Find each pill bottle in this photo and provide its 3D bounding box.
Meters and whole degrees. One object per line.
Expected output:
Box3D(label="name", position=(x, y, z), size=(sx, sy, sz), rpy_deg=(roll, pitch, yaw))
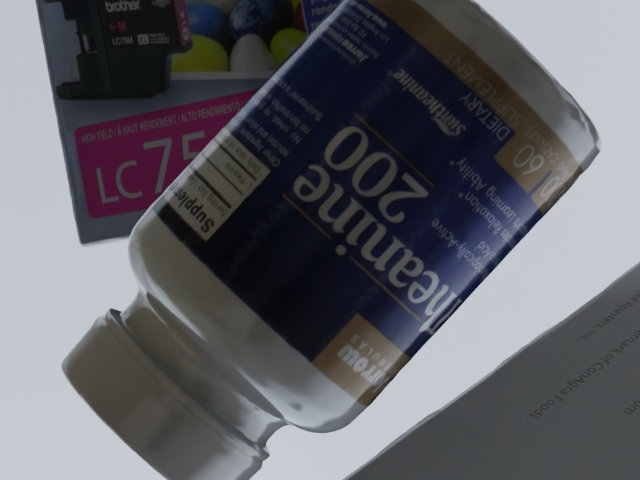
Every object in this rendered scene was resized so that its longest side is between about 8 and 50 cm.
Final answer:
Box3D(label="pill bottle", position=(0.000, 0.000, 0.439), size=(0.067, 0.067, 0.120), rpy_deg=(43, -89, 20))

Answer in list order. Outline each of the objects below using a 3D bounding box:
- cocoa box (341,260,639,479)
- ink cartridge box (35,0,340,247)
Box3D(label="cocoa box", position=(0.148, 0.186, 0.777), size=(0.347, 0.228, 0.231), rpy_deg=(-34, -138, -28))
Box3D(label="ink cartridge box", position=(-0.047, -0.163, 0.883), size=(0.186, 0.065, 0.311), rpy_deg=(-10, -91, 24))
